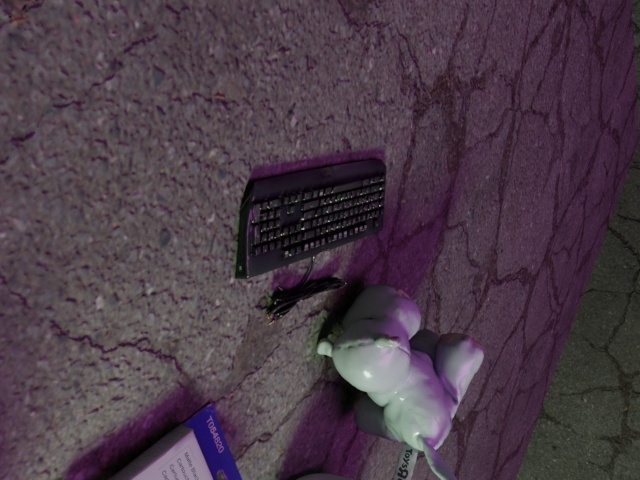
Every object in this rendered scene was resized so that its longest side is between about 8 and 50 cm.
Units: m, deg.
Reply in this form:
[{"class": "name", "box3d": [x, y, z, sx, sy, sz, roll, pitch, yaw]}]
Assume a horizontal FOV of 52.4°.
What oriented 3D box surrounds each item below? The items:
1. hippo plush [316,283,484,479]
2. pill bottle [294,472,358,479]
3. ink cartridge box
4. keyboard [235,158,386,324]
[{"class": "hippo plush", "box3d": [0.093, 0.208, 1.022, 0.236, 0.234, 0.294, 46, 46, -22]}, {"class": "pill bottle", "box3d": [-0.001, 0.597, 0.998, 0.229, 0.229, 0.408, 9, 98, -58]}, {"class": "ink cartridge box", "box3d": [-0.149, 0.334, 0.727, 0.224, 0.045, 0.223, -32, 106, -48]}, {"class": "keyboard", "box3d": [0.000, 0.000, 0.883, 0.317, 0.033, 0.202, -18, 121, -52]}]
